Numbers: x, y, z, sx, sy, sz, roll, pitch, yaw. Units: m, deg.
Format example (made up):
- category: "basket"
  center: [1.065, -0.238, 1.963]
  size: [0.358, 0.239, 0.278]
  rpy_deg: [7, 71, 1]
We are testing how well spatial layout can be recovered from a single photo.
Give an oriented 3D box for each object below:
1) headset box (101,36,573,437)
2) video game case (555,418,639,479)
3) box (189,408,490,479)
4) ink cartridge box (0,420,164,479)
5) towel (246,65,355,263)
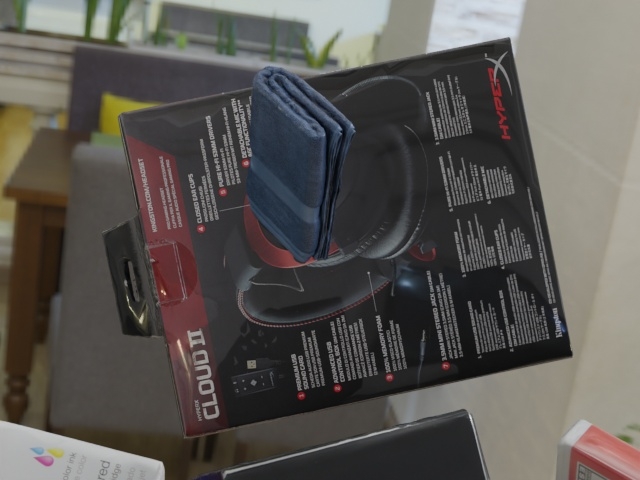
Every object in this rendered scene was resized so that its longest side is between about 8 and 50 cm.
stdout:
- category: "headset box"
  center: [0.000, 0.000, 0.757]
  size: [0.293, 0.218, 0.110]
  rpy_deg: [-12, 1, -3]
- category: "video game case"
  center: [0.239, 0.227, 0.548]
  size: [0.285, 0.204, 0.025]
  rpy_deg: [27, 49, 34]
- category: "box"
  center: [0.024, 0.214, 0.454]
  size: [0.103, 0.261, 0.184]
  rpy_deg: [-12, -11, -10]
- category: "ink cartridge box"
  center: [-0.315, 0.279, 0.988]
  size: [0.306, 0.226, 0.131]
  rpy_deg: [15, -27, -3]
- category: "towel"
  center: [-0.015, -0.042, 0.633]
  size: [0.029, 0.119, 0.067]
  rpy_deg: [-33, 64, -25]
